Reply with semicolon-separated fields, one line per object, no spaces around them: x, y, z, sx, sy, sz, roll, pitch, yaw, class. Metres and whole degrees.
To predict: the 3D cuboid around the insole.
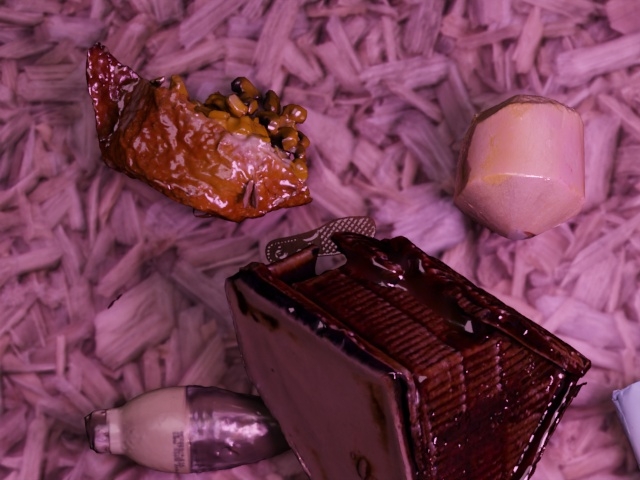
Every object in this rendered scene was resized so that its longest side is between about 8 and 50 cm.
0.000;0.000;1.868;0.135;0.002;0.045;-13;68;5;insole

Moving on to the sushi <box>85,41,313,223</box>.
-0.138;-0.123;1.865;0.296;0.167;0.179;27;90;30;sushi

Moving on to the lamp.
-0.138;0.209;1.768;0.250;0.101;0.101;-2;69;-4;lamp

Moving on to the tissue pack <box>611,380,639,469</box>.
0.430;0.255;1.651;0.177;0.089;0.263;-19;70;4;tissue pack

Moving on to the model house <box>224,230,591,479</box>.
0.102;0.139;1.715;0.317;0.297;0.283;31;46;34;model house

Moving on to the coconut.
0.225;-0.073;1.780;0.147;0.147;0.152;3;69;11;coconut
